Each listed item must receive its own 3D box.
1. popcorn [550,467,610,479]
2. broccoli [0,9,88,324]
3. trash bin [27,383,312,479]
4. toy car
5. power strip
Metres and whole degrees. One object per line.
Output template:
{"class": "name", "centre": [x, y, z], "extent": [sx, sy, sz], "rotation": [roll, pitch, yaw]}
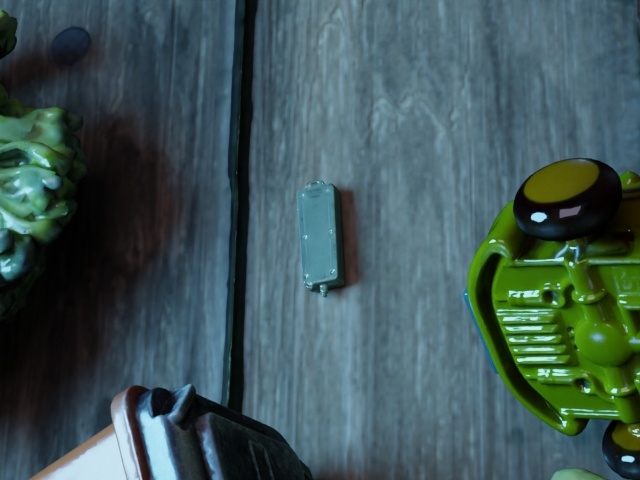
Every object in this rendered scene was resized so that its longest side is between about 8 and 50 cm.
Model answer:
{"class": "popcorn", "centre": [0.149, 0.285, 0.804], "extent": [0.334, 0.294, 0.292], "rotation": [28, 36, 27]}
{"class": "broccoli", "centre": [-0.329, -0.027, 1.152], "extent": [0.324, 0.272, 0.334], "rotation": [-25, 42, -36]}
{"class": "trash bin", "centre": [-0.115, 0.207, 0.989], "extent": [0.238, 0.184, 0.161], "rotation": [-30, 59, 20]}
{"class": "toy car", "centre": [0.211, 0.022, 0.930], "extent": [0.247, 0.200, 0.142], "rotation": [2, 39, 32]}
{"class": "power strip", "centre": [0.000, 0.000, 1.111], "extent": [0.027, 0.017, 0.083], "rotation": [-12, 63, 18]}
